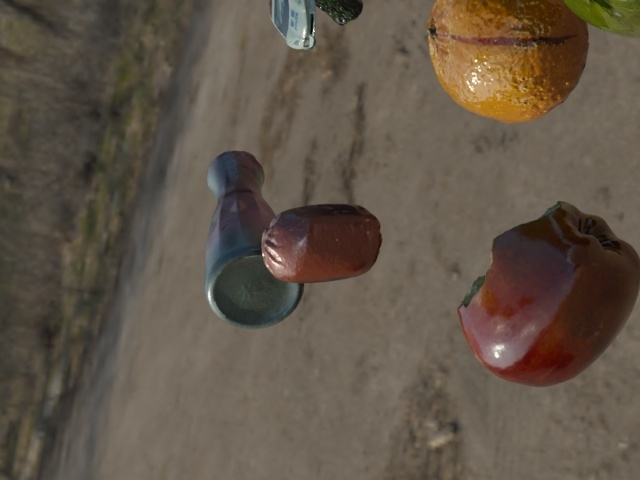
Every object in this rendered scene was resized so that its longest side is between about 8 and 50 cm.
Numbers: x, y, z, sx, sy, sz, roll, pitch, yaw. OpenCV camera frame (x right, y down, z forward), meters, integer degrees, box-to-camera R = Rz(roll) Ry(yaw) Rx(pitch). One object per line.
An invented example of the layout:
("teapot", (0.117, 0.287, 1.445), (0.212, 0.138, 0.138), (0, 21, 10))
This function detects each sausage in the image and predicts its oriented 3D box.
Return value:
("sausage", (0.000, 0.000, 0.971), (0.059, 0.094, 0.054), (-114, 23, -57))

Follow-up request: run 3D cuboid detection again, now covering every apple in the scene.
("apple", (0.216, 0.052, 1.172), (0.158, 0.156, 0.147), (-51, 46, 36))

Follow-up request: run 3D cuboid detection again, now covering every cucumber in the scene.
("cucumber", (-0.006, -0.393, 1.923), (0.058, 0.187, 0.058), (-20, 56, 32))

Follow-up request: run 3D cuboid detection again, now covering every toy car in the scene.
("toy car", (-0.040, -0.323, 1.699), (0.205, 0.056, 0.095), (-108, 19, -59))

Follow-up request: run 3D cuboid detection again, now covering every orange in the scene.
("orange", (0.198, -0.219, 1.372), (0.193, 0.161, 0.193), (169, 90, -74))

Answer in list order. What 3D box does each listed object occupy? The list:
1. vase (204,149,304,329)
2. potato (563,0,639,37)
("vase", (-0.070, -0.011, 1.171), (0.214, 0.086, 0.086), (-105, 30, -58))
("potato", (0.284, -0.270, 1.143), (0.148, 0.186, 0.253), (-44, 29, -1))
